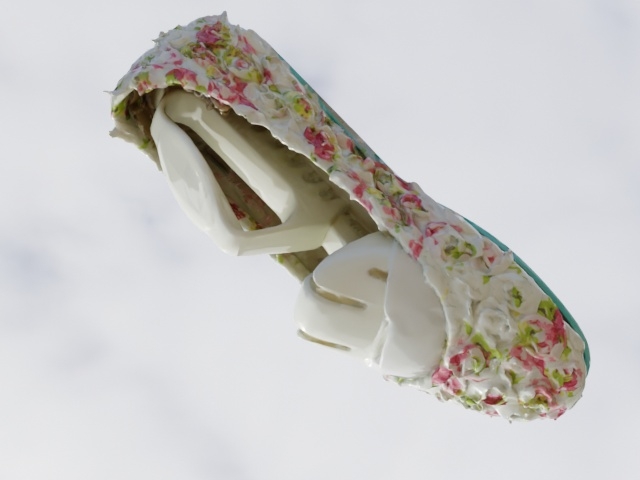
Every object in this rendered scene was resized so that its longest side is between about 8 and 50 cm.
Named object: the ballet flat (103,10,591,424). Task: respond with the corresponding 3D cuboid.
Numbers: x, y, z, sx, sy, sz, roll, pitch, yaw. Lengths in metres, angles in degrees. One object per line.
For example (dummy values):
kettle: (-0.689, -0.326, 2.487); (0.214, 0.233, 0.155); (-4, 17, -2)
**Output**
ballet flat: (0.000, 0.000, 0.759); (0.077, 0.241, 0.091); (-27, -32, -40)
